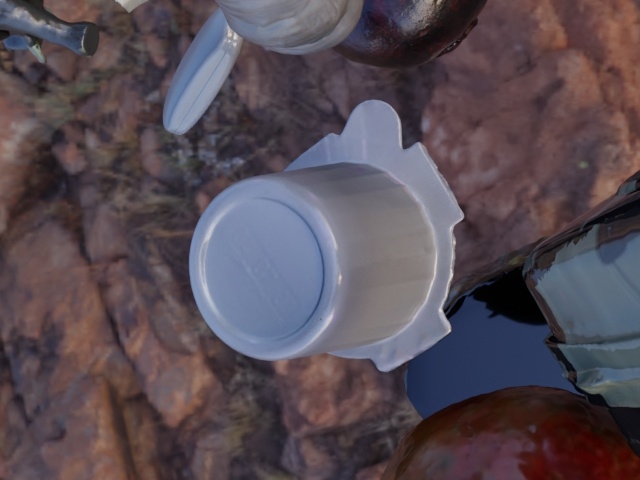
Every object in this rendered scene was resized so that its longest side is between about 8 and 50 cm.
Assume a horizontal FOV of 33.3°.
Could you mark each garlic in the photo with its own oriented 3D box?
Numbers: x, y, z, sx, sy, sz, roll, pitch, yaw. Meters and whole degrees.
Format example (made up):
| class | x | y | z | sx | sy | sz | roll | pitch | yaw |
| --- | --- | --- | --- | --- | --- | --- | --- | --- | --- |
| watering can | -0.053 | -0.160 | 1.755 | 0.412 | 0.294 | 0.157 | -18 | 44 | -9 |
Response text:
| class | x | y | z | sx | sy | sz | roll | pitch | yaw |
| --- | --- | --- | --- | --- | --- | --- | --- | --- | --- |
| garlic | -0.080 | -0.254 | 0.912 | 0.212 | 0.218 | 0.218 | -16 | 82 | 14 |

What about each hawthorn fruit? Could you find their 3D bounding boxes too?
| class | x | y | z | sx | sy | sz | roll | pitch | yaw |
| --- | --- | --- | --- | --- | --- | --- | --- | --- | --- |
| hawthorn fruit | 0.134 | 0.228 | 0.741 | 0.300 | 0.254 | 0.254 | 135 | 120 | -70 |

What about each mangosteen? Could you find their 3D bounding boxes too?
| class | x | y | z | sx | sy | sz | roll | pitch | yaw |
| --- | --- | --- | --- | --- | --- | --- | --- | --- | --- |
| mangosteen | 0.069 | -0.321 | 1.202 | 0.265 | 0.228 | 0.228 | 46 | 138 | -9 |

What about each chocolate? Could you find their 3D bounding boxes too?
| class | x | y | z | sx | sy | sz | roll | pitch | yaw |
| --- | --- | --- | --- | --- | --- | --- | --- | --- | --- |
| chocolate | 0.272 | 0.108 | 1.288 | 0.340 | 0.210 | 0.225 | -24 | 99 | 15 |

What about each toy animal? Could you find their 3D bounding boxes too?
| class | x | y | z | sx | sy | sz | roll | pitch | yaw |
| --- | --- | --- | --- | --- | --- | --- | --- | --- | --- |
| toy animal | -0.215 | -0.178 | 0.755 | 0.137 | 0.269 | 0.082 | 11 | 81 | 9 |

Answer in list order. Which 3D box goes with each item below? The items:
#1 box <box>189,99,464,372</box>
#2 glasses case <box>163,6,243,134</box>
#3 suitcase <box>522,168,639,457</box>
| class | x | y | z | sx | sy | sz | roll | pitch | yaw |
| --- | --- | --- | --- | --- | --- | --- | --- | --- | --- |
| box | 0.000 | 0.000 | 1.099 | 0.262 | 0.206 | 0.291 | 19 | 104 | 25 |
| glasses case | -0.137 | -0.198 | 1.248 | 0.193 | 0.049 | 0.074 | -47 | 33 | 45 |
| suitcase | 0.312 | -0.013 | 0.540 | 0.194 | 0.351 | 0.339 | 59 | 163 | 1 |
